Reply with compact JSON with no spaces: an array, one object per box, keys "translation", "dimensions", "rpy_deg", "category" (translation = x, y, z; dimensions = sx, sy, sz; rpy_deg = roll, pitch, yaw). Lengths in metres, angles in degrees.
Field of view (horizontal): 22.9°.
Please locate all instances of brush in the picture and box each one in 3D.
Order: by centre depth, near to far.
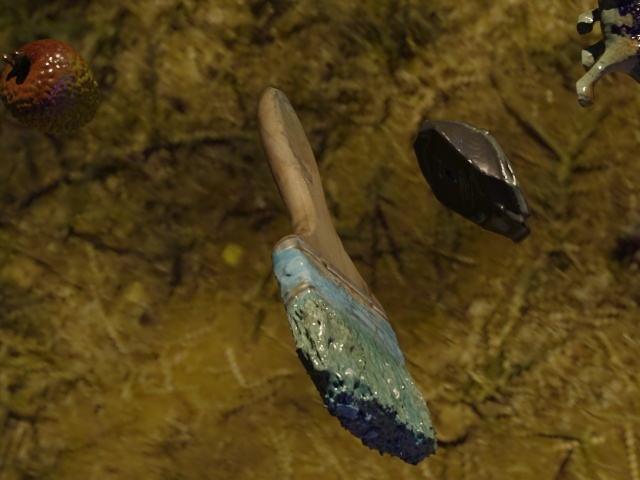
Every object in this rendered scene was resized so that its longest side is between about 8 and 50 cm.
[{"translation":[0.000,0.000,0.600],"dimensions":[0.021,0.070,0.196],"rpy_deg":[-36,42,17],"category":"brush"}]

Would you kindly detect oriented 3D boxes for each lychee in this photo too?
[{"translation":[-0.328,-0.188,1.909],"dimensions":[0.114,0.146,0.114],"rpy_deg":[-21,51,29],"category":"lychee"}]

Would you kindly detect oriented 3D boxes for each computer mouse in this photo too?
[{"translation":[0.173,-0.071,1.711],"dimensions":[0.062,0.105,0.192],"rpy_deg":[-27,46,-24],"category":"computer mouse"}]

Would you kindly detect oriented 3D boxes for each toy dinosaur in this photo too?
[{"translation":[0.137,-0.108,0.747],"dimensions":[0.058,0.037,0.180],"rpy_deg":[-21,72,11],"category":"toy dinosaur"}]
